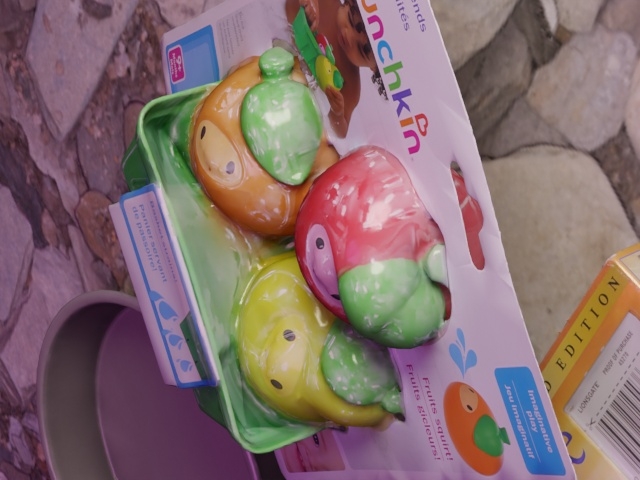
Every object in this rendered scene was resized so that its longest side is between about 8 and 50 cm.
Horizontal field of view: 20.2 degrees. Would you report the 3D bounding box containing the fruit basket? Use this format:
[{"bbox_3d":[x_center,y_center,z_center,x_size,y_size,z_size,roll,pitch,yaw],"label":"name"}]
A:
[{"bbox_3d":[0.000,0.000,1.086,0.353,0.165,0.327,-10,98,68],"label":"fruit basket"}]

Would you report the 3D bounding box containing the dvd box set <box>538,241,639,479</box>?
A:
[{"bbox_3d":[0.253,0.244,1.005,0.420,0.062,0.307,48,136,25],"label":"dvd box set"}]

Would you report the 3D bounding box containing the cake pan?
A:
[{"bbox_3d":[-0.120,0.173,1.415,0.293,0.054,0.293,22,120,43],"label":"cake pan"}]
